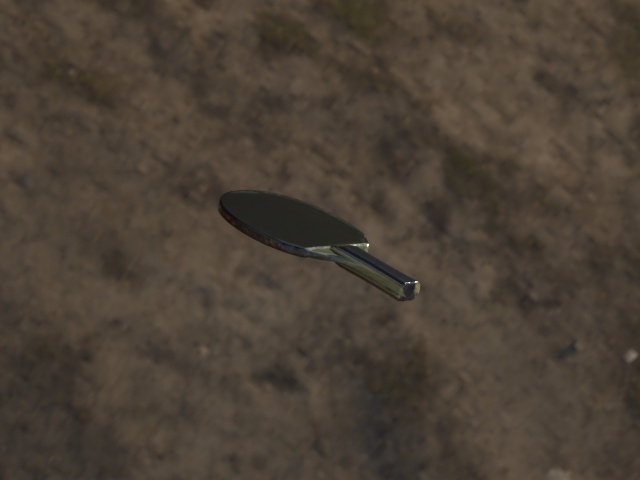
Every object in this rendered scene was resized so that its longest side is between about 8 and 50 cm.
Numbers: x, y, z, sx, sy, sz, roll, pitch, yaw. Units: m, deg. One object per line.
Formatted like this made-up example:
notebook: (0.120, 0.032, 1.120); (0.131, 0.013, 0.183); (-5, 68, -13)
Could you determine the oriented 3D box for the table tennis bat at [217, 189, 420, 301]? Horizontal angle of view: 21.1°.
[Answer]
table tennis bat: (0.000, 0.000, 1.118); (0.158, 0.014, 0.095); (30, 21, 35)
